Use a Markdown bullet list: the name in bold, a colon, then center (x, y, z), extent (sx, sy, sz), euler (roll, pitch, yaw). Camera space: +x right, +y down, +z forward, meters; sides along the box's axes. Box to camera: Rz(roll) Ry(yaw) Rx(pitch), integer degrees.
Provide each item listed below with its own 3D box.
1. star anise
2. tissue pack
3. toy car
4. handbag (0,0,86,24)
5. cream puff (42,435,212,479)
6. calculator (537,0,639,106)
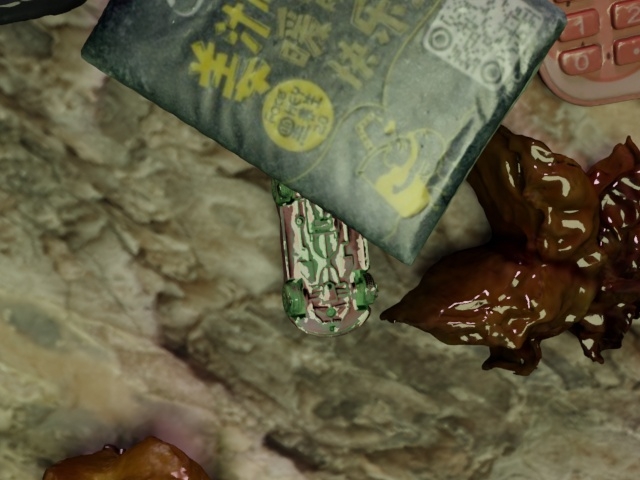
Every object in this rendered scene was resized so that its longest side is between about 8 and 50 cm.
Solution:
- **star anise**: center (0.210, -0.006, 0.652), extent (0.346, 0.148, 0.237), euler (-17, 111, 10)
- **tissue pack**: center (0.001, -0.130, 0.584), extent (0.257, 0.081, 0.185), euler (33, 98, 3)
- **toy car**: center (0.000, 0.000, 0.672), extent (0.069, 0.055, 0.142), euler (-7, 96, -15)
- **handbag**: center (-0.289, -0.186, 0.490), extent (0.325, 0.269, 0.118), euler (-15, 129, -5)
- **cream puff**: center (-0.141, 0.270, 0.676), extent (0.241, 0.155, 0.269), euler (17, 105, -12)
- **calculator**: center (0.227, -0.252, 0.640), extent (0.220, 0.048, 0.330), euler (-14, 109, -6)
